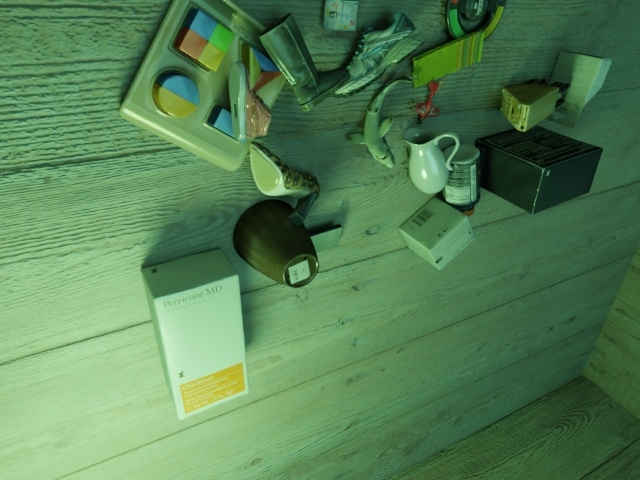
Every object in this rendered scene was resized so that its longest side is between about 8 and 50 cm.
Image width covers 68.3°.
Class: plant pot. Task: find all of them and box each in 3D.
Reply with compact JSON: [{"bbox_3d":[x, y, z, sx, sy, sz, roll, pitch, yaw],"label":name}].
[{"bbox_3d":[-0.105,0.029,1.327,0.215,0.230,0.216,-16,126,-24],"label":"plant pot"}]

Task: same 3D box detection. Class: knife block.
[{"bbox_3d":[0.743,-0.463,1.579,0.241,0.276,0.088,-4,124,4],"label":"knife block"}]

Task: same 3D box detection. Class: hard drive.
[{"bbox_3d":[0.000,0.000,1.499,0.135,0.022,0.094,-17,145,-23],"label":"hard drive"}]

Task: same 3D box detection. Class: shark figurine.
[{"bbox_3d":[0.182,-0.357,1.389,0.116,0.166,0.279,9,95,-63],"label":"shark figurine"}]

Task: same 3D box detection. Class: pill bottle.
[{"bbox_3d":[0.488,-0.198,1.641,0.130,0.130,0.246,-28,130,-16],"label":"pill bottle"}]

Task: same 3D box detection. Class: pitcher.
[{"bbox_3d":[0.363,-0.254,1.499,0.126,0.177,0.207,-57,138,-35],"label":"pitcher"}]

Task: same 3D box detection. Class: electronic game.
[{"bbox_3d":[0.454,-0.687,1.374,0.229,0.048,0.230,-16,126,-24],"label":"electronic game"}]

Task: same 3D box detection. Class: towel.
[{"bbox_3d":[0.381,-0.538,1.406,0.237,0.021,0.102,-25,138,-9],"label":"towel"}]

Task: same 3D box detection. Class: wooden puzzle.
[{"bbox_3d":[-0.242,-0.361,1.100,0.322,0.080,0.348,24,103,-41],"label":"wooden puzzle"}]

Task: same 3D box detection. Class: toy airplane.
[{"bbox_3d":[0.336,-0.430,1.461,0.151,0.028,0.151,-33,145,-27],"label":"toy airplane"}]

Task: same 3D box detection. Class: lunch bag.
[{"bbox_3d":[0.048,-0.565,1.184,0.083,0.053,0.071,-4,118,-21],"label":"lunch bag"}]

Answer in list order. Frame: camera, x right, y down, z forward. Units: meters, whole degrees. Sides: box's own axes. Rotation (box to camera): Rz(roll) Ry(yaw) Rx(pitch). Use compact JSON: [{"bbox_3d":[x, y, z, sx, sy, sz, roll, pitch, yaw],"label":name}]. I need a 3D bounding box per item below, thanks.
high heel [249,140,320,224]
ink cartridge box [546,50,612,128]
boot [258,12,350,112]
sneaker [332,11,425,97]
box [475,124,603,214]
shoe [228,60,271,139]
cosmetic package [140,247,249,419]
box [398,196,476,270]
[{"bbox_3d":[-0.095,-0.193,1.296,0.261,0.093,0.186,57,36,-28],"label":"high heel"},{"bbox_3d":[0.881,-0.530,1.654,0.066,0.189,0.233,-4,120,-20],"label":"ink cartridge box"},{"bbox_3d":[-0.033,-0.444,1.144,0.190,0.076,0.209,-46,116,-28],"label":"boot"},{"bbox_3d":[0.132,-0.494,1.266,0.282,0.110,0.122,-35,97,6],"label":"sneaker"},{"bbox_3d":[0.748,-0.259,1.663,0.296,0.294,0.183,-18,126,-22],"label":"box"},{"bbox_3d":[-0.161,-0.323,1.092,0.081,0.063,0.178,-16,127,-29],"label":"shoe"},{"bbox_3d":[-0.349,0.273,1.365,0.229,0.161,0.454,-16,124,-25],"label":"cosmetic package"},{"bbox_3d":[0.408,-0.027,1.658,0.181,0.182,0.119,-42,131,-5],"label":"box"}]
